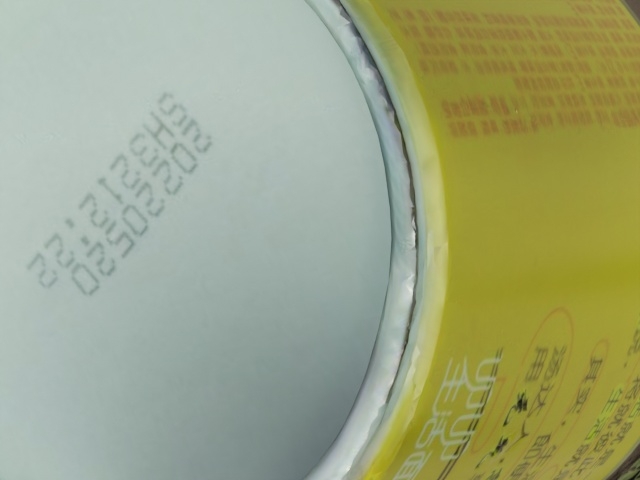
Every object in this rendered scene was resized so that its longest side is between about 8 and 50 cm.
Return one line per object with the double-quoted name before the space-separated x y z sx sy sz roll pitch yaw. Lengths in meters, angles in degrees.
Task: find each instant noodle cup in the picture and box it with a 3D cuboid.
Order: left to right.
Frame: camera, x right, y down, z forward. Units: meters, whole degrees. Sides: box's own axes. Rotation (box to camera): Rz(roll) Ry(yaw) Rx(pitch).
"instant noodle cup" 0.000 0.000 0.471 0.215 0.236 0.216 1 93 24
